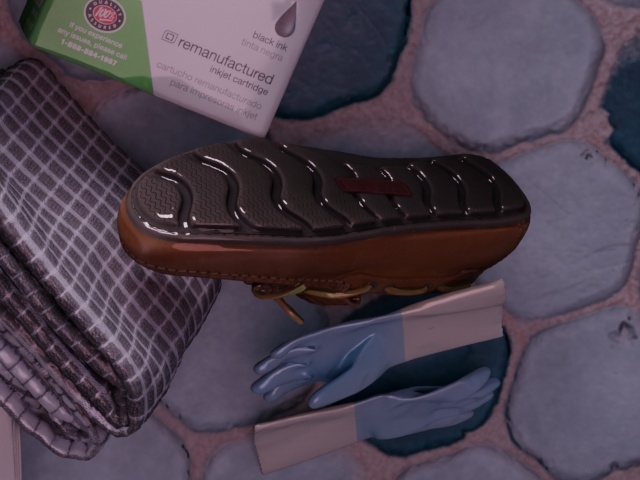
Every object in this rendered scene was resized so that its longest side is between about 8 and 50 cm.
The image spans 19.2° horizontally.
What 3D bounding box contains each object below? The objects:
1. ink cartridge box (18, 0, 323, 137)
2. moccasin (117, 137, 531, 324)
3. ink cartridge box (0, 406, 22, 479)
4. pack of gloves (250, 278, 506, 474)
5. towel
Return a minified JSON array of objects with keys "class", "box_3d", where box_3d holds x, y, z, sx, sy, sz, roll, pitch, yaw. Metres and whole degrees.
[{"class":"ink cartridge box","box_3d":[-0.091,-0.260,1.532,0.211,0.121,0.289,21,99,-16]},{"class":"moccasin","box_3d":[-0.002,-0.002,1.564,0.380,0.139,0.147,-5,136,-43]},{"class":"ink cartridge box","box_3d":[-0.364,0.180,1.567,0.233,0.171,0.168,-4,105,-9]},{"class":"pack of gloves","box_3d":[0.055,0.136,1.649,0.232,0.046,0.195,-15,141,-7]},{"class":"towel","box_3d":[-0.214,0.003,1.512,0.121,0.235,0.283,-31,107,28]}]
